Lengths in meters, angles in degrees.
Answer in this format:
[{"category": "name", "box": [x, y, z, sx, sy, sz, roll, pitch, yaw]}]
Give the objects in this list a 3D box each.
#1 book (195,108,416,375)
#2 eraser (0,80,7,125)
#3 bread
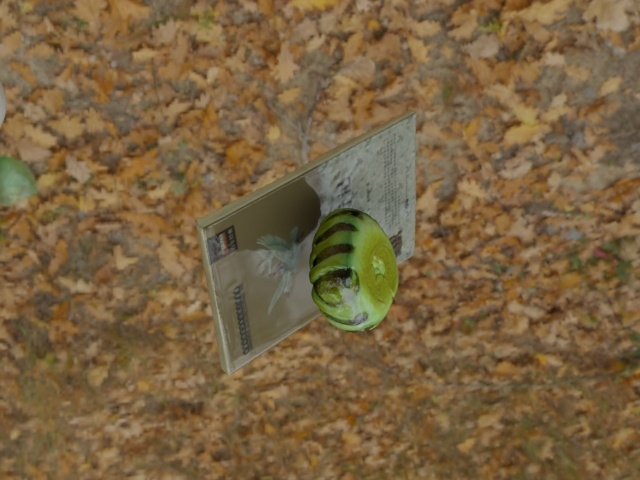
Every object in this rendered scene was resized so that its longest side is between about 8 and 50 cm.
[{"category": "book", "box": [0.000, 0.000, 0.963, 0.310, 0.021, 0.217, -31, 136, -30]}, {"category": "eraser", "box": [-0.494, -0.174, 0.744, 0.331, 0.331, 0.150, -6, 166, -9]}, {"category": "bread", "box": [0.033, 0.034, 0.885, 0.071, 0.139, 0.130, -9, 133, 23]}]
